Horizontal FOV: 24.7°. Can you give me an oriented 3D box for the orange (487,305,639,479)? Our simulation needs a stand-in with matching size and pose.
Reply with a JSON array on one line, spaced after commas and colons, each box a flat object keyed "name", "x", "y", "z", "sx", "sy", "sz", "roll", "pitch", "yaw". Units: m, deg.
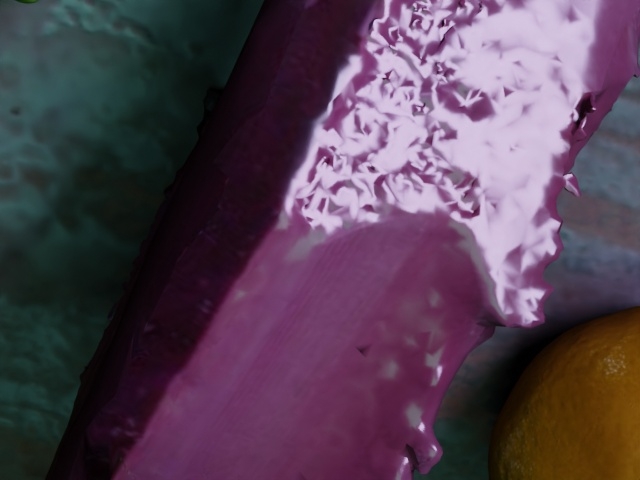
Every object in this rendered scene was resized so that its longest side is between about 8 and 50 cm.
[{"name": "orange", "x": 0.160, "y": 0.110, "z": 0.687, "sx": 0.159, "sy": 0.136, "sz": 0.159, "roll": -3, "pitch": 117, "yaw": -6}]

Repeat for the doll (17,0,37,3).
[{"name": "doll", "x": -0.155, "y": -0.169, "z": 0.560, "sx": 0.190, "sy": 0.050, "sz": 0.115, "roll": 41, "pitch": 98, "yaw": -19}]

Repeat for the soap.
[{"name": "soap", "x": 0.000, "y": 0.000, "z": 0.574, "sx": 0.127, "sy": 0.220, "sz": 0.324, "roll": 26, "pitch": 114, "yaw": -8}]
